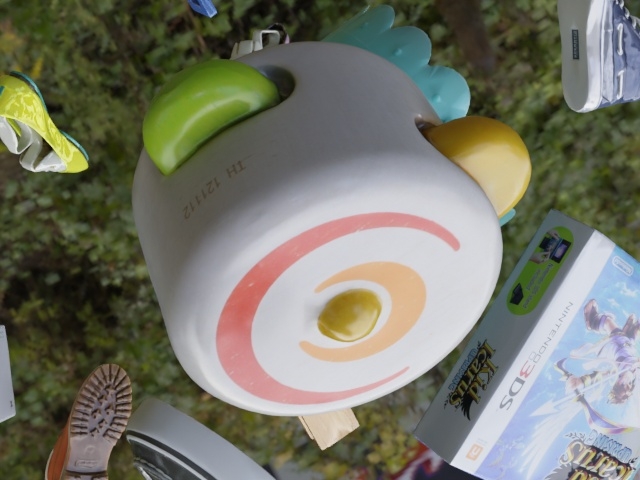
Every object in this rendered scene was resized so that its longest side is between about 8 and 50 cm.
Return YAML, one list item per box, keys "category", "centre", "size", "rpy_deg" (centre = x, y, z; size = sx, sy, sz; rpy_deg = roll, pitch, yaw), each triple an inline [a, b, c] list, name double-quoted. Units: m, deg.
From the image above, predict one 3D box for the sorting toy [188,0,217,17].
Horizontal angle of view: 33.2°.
- category: "sorting toy"
  centre: [-0.199, -0.408, 1.186]
  size: [0.047, 0.348, 0.196]
  rpy_deg: [-37, -162, -10]

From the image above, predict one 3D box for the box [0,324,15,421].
- category: "box"
  centre: [-0.375, 0.143, 1.087]
  size: [0.087, 0.102, 0.101]
  rpy_deg: [-6, -179, 11]

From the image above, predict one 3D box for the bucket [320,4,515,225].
- category: "bucket"
  centre: [0.044, -0.074, 1.072]
  size: [0.183, 0.281, 0.281]
  rpy_deg: [-35, 169, -8]

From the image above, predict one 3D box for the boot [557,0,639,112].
- category: "boot"
  centre: [0.311, -0.238, 1.167]
  size: [0.086, 0.190, 0.069]
  rpy_deg: [-12, -157, -21]

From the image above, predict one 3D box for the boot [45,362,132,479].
- category: "boot"
  centre: [-0.242, 0.195, 1.089]
  size: [0.059, 0.158, 0.084]
  rpy_deg: [17, 180, -30]

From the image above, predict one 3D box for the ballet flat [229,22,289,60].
- category: "ballet flat"
  centre: [-0.091, -0.257, 1.531]
  size: [0.077, 0.079, 0.221]
  rpy_deg: [5, -150, 12]

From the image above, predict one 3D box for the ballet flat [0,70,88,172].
- category: "ballet flat"
  centre: [-0.395, -0.141, 1.481]
  size: [0.077, 0.077, 0.231]
  rpy_deg: [-65, 159, -21]

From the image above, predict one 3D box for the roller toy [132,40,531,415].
- category: "roller toy"
  centre: [0.000, 0.000, 0.610]
  size: [0.209, 0.146, 0.191]
  rpy_deg: [-1, 132, -23]

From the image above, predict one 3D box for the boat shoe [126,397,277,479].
- category: "boat shoe"
  centre: [-0.025, 0.172, 0.522]
  size: [0.070, 0.219, 0.078]
  rpy_deg: [-45, -170, -23]

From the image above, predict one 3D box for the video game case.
- category: "video game case"
  centre: [0.248, 0.134, 1.030]
  size: [0.269, 0.061, 0.244]
  rpy_deg: [30, 93, -39]

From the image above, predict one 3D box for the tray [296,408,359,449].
- category: "tray"
  centre: [-0.083, 0.097, 1.484]
  size: [0.076, 0.203, 0.411]
  rpy_deg: [-32, 132, -9]
